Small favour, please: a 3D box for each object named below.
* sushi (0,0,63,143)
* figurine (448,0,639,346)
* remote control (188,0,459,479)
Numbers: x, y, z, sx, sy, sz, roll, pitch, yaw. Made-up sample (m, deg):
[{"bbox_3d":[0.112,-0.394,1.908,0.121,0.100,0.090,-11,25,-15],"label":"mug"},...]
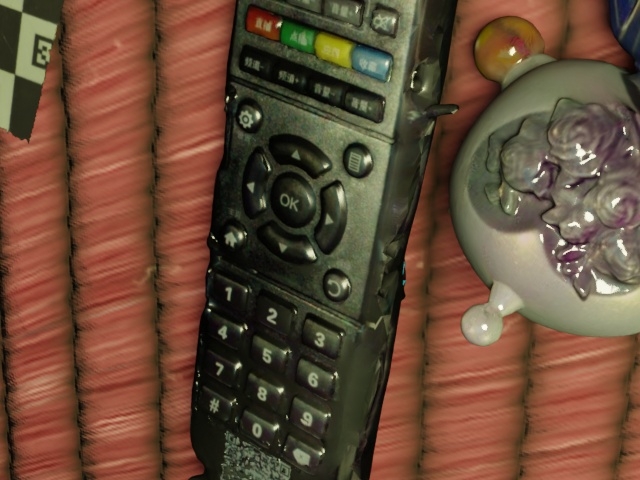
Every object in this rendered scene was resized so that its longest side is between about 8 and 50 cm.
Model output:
[{"bbox_3d":[-0.249,-0.181,0.780,0.192,0.050,0.215,25,119,10],"label":"sushi"},{"bbox_3d":[0.174,-0.064,0.616,0.274,0.133,0.194,-35,82,28],"label":"figurine"},{"bbox_3d":[0.000,0.000,0.741,0.144,0.062,0.399,25,119,29],"label":"remote control"}]
